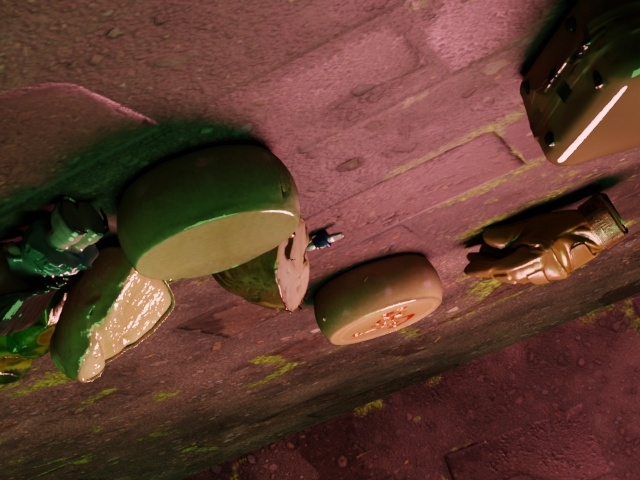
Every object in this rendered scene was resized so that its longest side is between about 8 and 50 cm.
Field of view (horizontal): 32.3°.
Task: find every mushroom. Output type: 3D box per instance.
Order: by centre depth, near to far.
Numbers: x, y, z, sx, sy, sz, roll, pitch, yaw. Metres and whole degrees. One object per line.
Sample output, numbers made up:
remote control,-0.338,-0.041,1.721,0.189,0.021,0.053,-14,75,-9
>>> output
mushroom,-0.102,0.031,1.738,0.151,0.156,0.285,7,171,9

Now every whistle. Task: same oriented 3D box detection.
whistle,0.000,0.000,1.888,0.083,0.029,0.033,-17,148,17

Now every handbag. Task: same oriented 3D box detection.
handbag,0.431,-0.232,1.453,0.283,0.149,0.302,-12,159,-15

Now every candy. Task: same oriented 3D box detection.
candy,-0.447,0.134,1.740,0.246,0.069,0.149,-39,160,17

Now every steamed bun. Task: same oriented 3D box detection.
steamed bun,-0.332,0.103,1.663,0.212,0.110,0.231,-50,159,-18

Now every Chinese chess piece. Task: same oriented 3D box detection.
Chinese chess piece,-0.151,-0.034,1.496,0.250,0.101,0.250,-18,163,-6
Chinese chess piece,0.117,0.123,2.258,0.273,0.102,0.273,-17,162,-6

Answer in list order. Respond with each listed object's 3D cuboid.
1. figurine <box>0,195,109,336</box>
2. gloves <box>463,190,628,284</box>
figurine,-0.379,0.039,1.478,0.245,0.110,0.138,-38,159,26
gloves,0.447,0.015,2.219,0.331,0.141,0.154,-24,163,15
